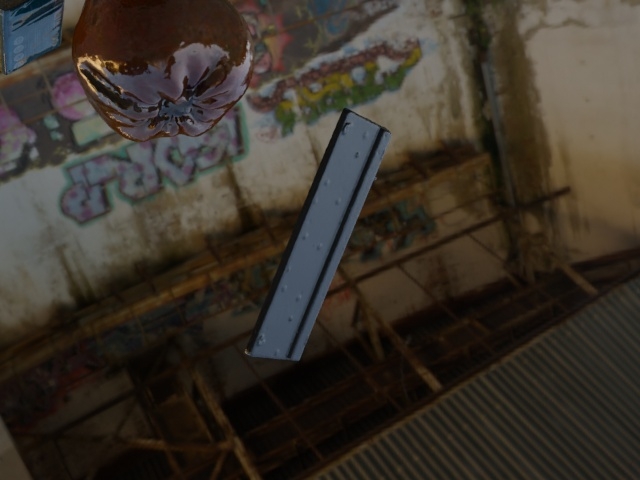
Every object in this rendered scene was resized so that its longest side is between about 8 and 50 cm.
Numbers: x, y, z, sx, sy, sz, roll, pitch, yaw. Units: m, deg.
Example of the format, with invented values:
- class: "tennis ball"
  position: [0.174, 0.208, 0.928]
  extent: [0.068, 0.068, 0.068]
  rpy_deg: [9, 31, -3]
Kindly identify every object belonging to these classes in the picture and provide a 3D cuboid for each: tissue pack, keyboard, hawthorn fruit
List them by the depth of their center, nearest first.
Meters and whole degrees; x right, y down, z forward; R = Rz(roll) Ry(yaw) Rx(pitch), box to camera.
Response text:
- class: "keyboard"
  position: [0.000, 0.000, 1.009]
  extent: [0.018, 0.310, 0.100]
  rpy_deg: [26, -173, 40]
- class: "tissue pack"
  position: [-0.466, -0.350, 1.307]
  extent: [0.120, 0.082, 0.169]
  rpy_deg: [-42, 175, -30]
- class: "hawthorn fruit"
  position: [-0.249, -0.311, 1.307]
  extent: [0.276, 0.277, 0.298]
  rpy_deg: [-14, -112, 9]
